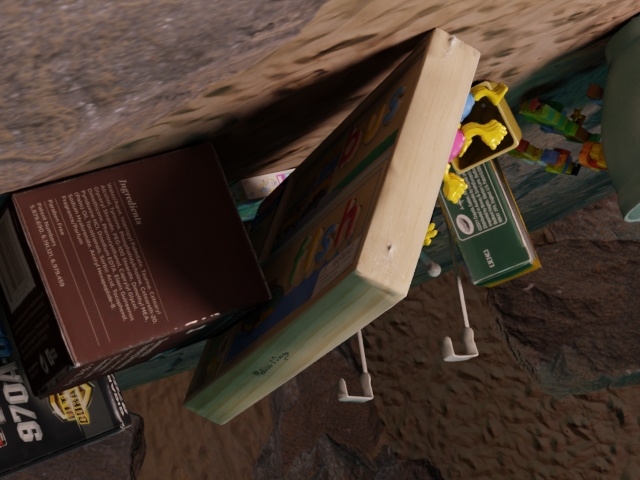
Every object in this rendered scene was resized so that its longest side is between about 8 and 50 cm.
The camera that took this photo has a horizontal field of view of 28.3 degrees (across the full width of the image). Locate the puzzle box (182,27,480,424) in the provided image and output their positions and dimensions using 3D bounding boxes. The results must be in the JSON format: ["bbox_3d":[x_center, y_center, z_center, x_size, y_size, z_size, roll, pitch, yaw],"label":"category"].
[{"bbox_3d":[0.000,0.000,1.229,0.409,0.052,0.272,-41,-156,55],"label":"puzzle box"}]

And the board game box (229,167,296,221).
[{"bbox_3d":[-0.062,-0.054,1.516,0.154,0.026,0.103,-15,170,-43],"label":"board game box"}]

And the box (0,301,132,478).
[{"bbox_3d":[-0.314,0.121,1.302,0.175,0.220,0.051,-21,175,0],"label":"box"}]

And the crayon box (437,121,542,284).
[{"bbox_3d":[0.213,-0.045,1.680,0.083,0.203,0.323,-23,172,11],"label":"crayon box"}]

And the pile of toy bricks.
[{"bbox_3d":[0.300,-0.151,1.613,0.105,0.118,0.212,25,176,-28],"label":"pile of toy bricks"}]

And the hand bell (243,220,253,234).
[{"bbox_3d":[-0.022,-0.004,1.789,0.126,0.126,0.242,-28,159,38],"label":"hand bell"}]

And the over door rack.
[{"bbox_3d":[0.136,0.069,1.865,0.108,0.324,0.239,23,144,-34],"label":"over door rack"}]

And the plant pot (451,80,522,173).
[{"bbox_3d":[0.184,-0.135,1.454,0.081,0.082,0.083,-25,-177,26],"label":"plant pot"}]

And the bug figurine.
[{"bbox_3d":[0.088,-0.057,1.279,0.279,0.072,0.216,-55,-171,7],"label":"bug figurine"}]

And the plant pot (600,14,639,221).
[{"bbox_3d":[0.439,-0.171,1.436,0.293,0.196,0.293,-21,167,-5],"label":"plant pot"}]

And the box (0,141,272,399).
[{"bbox_3d":[-0.189,0.030,1.206,0.203,0.167,0.168,-18,171,-28],"label":"box"}]

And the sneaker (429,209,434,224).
[{"bbox_3d":[0.049,-0.031,1.559,0.118,0.110,0.292,16,-172,19],"label":"sneaker"}]
